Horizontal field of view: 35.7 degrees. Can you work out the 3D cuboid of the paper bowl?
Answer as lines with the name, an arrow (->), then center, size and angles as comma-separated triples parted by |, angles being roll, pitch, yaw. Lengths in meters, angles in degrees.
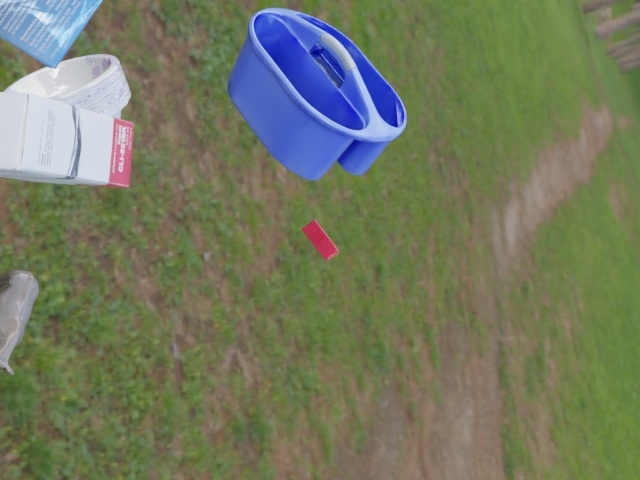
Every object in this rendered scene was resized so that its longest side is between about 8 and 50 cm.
paper bowl -> -0.573, -0.307, 2.273 | 0.284, 0.284, 0.148 | -71, 149, -56

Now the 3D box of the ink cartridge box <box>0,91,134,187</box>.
ink cartridge box -> -0.446, -0.152, 1.529 | 0.273, 0.197, 0.114 | 5, 90, -68

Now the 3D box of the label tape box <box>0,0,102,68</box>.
label tape box -> -0.467, -0.443, 1.442 | 0.333, 0.241, 0.106 | 31, 20, -31

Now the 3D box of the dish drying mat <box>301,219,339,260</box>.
dish drying mat -> 0.000, 0.000, 1.866 | 0.083, 0.032, 0.008 | 52, -5, 23

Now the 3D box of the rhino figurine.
rhino figurine -> -0.537, 0.150, 1.664 | 0.073, 0.106, 0.243 | 42, 40, -40

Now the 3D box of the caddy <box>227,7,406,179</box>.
caddy -> -0.002, -0.264, 1.716 | 0.241, 0.179, 0.341 | -11, 55, -43
